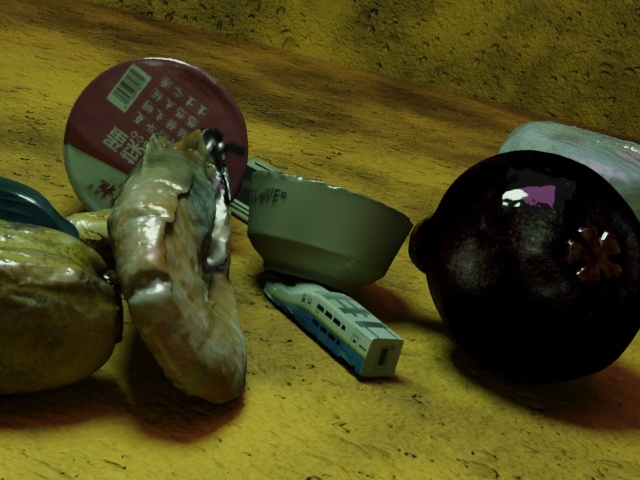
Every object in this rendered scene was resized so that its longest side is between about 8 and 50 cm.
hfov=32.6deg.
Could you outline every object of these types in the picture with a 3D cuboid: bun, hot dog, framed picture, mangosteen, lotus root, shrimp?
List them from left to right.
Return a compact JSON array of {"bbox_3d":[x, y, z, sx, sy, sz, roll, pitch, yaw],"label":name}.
[{"bbox_3d":[-0.302,0.054,0.932,0.278,0.154,0.154,9,18,-32],"label":"lotus root"},{"bbox_3d":[-0.211,0.002,1.269,0.073,0.084,0.242,24,19,24],"label":"hot dog"},{"bbox_3d":[-0.131,0.001,1.127,0.110,0.221,0.445,-25,29,10],"label":"shrimp"},{"bbox_3d":[-0.098,-0.079,1.712,0.231,0.018,0.293,-4,26,-45],"label":"framed picture"},{"bbox_3d":[0.233,0.035,1.285,0.275,0.275,0.302,6,-11,-24],"label":"mangosteen"},{"bbox_3d":[0.450,-0.065,1.783,0.362,0.211,0.362,10,17,-3],"label":"bun"}]

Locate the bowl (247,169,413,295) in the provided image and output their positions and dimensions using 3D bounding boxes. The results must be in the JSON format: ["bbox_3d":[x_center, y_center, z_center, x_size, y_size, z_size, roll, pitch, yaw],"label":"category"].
[{"bbox_3d":[0.000,0.000,1.337,0.211,0.112,0.211,16,-6,2],"label":"bowl"}]

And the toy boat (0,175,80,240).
[{"bbox_3d":[-0.375,-0.011,1.108,0.296,0.122,0.114,9,37,17],"label":"toy boat"}]

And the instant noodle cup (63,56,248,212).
[{"bbox_3d":[-0.211,-0.126,1.459,0.235,0.234,0.178,13,8,-5],"label":"instant noodle cup"}]

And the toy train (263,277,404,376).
[{"bbox_3d":[0.006,0.082,1.248,0.052,0.051,0.234,7,19,-36],"label":"toy train"}]
